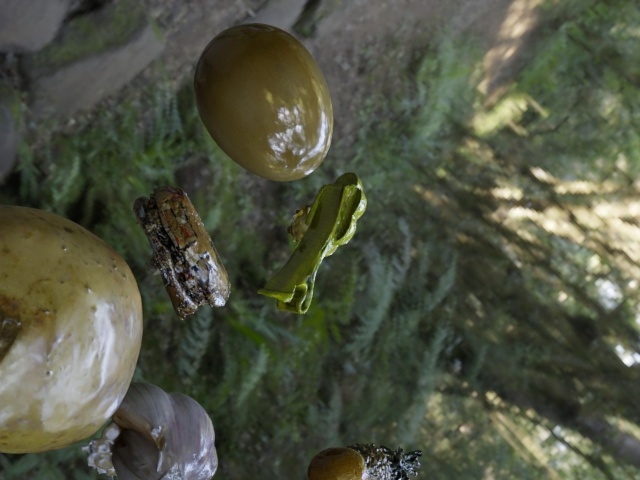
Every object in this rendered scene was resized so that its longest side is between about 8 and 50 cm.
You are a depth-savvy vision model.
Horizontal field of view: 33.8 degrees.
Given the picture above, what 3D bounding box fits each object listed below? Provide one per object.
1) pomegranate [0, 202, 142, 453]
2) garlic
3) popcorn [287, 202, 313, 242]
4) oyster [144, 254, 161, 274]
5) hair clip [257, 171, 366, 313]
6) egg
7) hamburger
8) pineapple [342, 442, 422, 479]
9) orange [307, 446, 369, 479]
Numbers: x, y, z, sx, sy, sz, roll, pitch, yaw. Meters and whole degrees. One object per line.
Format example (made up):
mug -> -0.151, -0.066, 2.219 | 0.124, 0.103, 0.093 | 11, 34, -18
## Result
pomegranate -> -0.321, 0.094, 1.092 | 0.281, 0.281, 0.281 | -43, 174, -6
garlic -> -0.283, 0.342, 1.614 | 0.207, 0.207, 0.257 | -49, -178, 40
popcorn -> -0.020, -0.025, 1.874 | 0.083, 0.082, 0.057 | -16, 155, 22
oyster -> -0.295, 0.059, 2.000 | 0.083, 0.080, 0.038 | -38, -162, 35
hair clip -> 0.000, 0.000, 1.166 | 0.072, 0.046, 0.173 | 7, -118, 47
egg -> -0.106, -0.264, 2.032 | 0.250, 0.322, 0.250 | -30, 172, -5
hamburger -> -0.224, 0.014, 1.691 | 0.106, 0.231, 0.231 | -21, 172, -3
pineapple -> 0.110, 0.429, 1.995 | 0.197, 0.108, 0.108 | 0, 144, -40
orange -> 0.024, 0.319, 1.434 | 0.085, 0.085, 0.085 | -43, 174, -6
